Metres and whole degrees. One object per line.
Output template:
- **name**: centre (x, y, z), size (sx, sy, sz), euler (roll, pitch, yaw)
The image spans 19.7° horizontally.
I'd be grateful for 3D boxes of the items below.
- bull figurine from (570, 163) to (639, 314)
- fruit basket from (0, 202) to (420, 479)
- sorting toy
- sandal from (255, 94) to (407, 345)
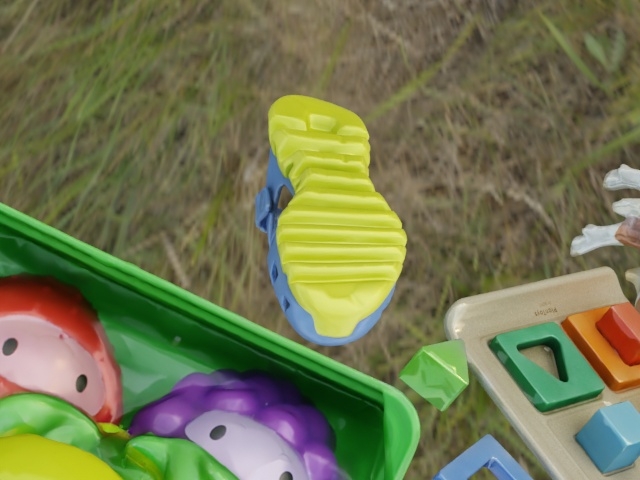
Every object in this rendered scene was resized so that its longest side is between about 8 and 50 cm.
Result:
- **bull figurine**: centre (0.322, 0.080, 1.718), size (0.188, 0.101, 0.310), euler (21, 118, 24)
- **fruit basket**: centre (-0.150, 0.159, 1.183), size (0.392, 0.392, 0.283), euler (23, 95, -9)
- **sorting toy**: centre (0.199, 0.101, 1.231), size (0.196, 0.348, 0.047), euler (57, 133, 23)
- **sandal**: centre (0.000, 0.000, 1.723), size (0.126, 0.317, 0.138), euler (12, 124, -11)
